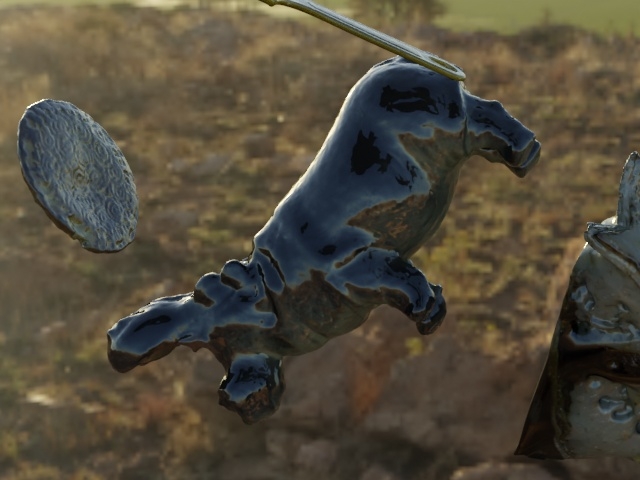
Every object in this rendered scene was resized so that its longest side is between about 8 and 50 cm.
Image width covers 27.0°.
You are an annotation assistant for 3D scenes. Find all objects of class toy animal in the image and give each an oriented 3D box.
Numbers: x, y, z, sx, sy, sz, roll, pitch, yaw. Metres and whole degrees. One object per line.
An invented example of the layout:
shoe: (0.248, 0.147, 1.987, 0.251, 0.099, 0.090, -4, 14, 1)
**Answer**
toy animal: (0.007, 0.015, 0.970, 0.168, 0.343, 0.106, 46, 2, 14)

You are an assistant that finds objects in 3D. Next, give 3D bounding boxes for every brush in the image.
brush: (0.007, -0.144, 0.848, 0.205, 0.011, 0.083, 22, 19, -21)

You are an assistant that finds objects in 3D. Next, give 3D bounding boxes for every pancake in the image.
pancake: (-0.265, -0.071, 1.474, 0.021, 0.199, 0.199, -26, 4, 24)

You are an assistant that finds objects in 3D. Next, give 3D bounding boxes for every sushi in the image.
sushi: (0.250, 0.067, 1.009, 0.109, 0.273, 0.134, 29, 38, 26)
